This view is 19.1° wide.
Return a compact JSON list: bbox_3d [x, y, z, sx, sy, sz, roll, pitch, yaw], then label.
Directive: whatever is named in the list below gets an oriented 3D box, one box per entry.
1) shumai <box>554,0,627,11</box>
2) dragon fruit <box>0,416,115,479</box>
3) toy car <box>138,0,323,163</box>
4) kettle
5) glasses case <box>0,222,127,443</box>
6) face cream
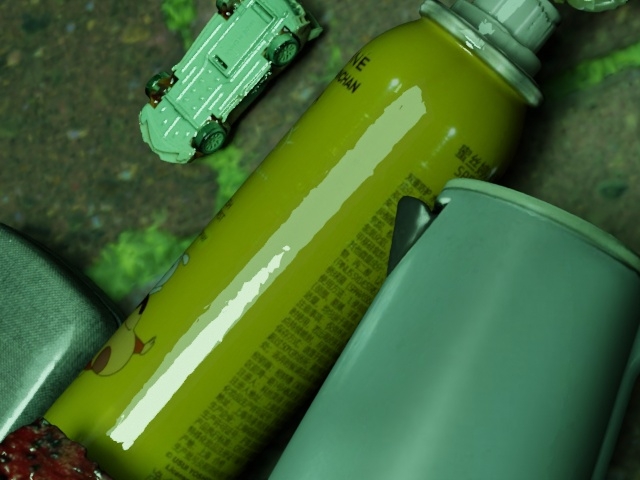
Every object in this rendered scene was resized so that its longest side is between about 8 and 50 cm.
[{"bbox_3d":[0.133,-0.268,0.970,0.189,0.218,0.256,-30,48,21],"label":"shumai"},{"bbox_3d":[-0.142,0.183,0.953,0.127,0.161,0.120,-32,60,-26],"label":"dragon fruit"},{"bbox_3d":[-0.056,-0.097,1.110,0.059,0.035,0.122,45,103,27],"label":"toy car"},{"bbox_3d":[0.091,0.110,0.931,0.210,0.160,0.243,26,83,2],"label":"kettle"},{"bbox_3d":[-0.241,0.144,1.094,0.131,0.074,0.323,36,90,26],"label":"glasses case"},{"bbox_3d":[0.000,0.000,1.018,0.348,0.105,0.105,-49,63,3],"label":"face cream"}]
